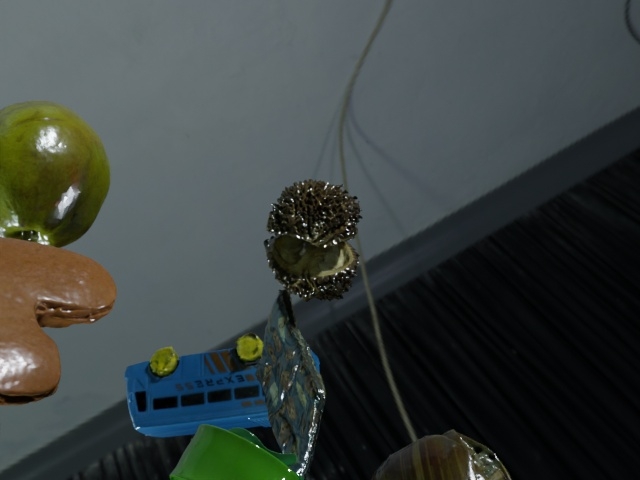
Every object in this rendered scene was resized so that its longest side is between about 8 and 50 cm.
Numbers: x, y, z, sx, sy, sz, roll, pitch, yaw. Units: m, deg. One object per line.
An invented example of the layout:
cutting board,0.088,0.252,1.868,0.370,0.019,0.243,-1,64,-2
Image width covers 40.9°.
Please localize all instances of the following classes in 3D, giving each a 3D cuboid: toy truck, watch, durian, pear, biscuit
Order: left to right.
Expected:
biscuit,-0.268,0.066,0.751,0.186,0.192,0.036,12,127,-25
pear,-0.519,-0.124,1.588,0.269,0.321,0.269,-2,140,-2
toy truck,-0.197,0.293,1.703,0.384,0.162,0.161,-9,156,13
watch,-0.080,0.274,0.970,0.131,0.165,0.152,-58,175,-27
durian,0.000,0.000,1.335,0.196,0.167,0.196,-54,160,-30

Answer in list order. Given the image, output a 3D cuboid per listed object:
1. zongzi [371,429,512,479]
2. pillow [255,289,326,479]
zongzi,0.097,0.312,0.676,0.288,0.286,0.134,-9,154,-50
pillow,-0.049,0.219,1.307,0.034,0.256,0.189,2,123,-23
